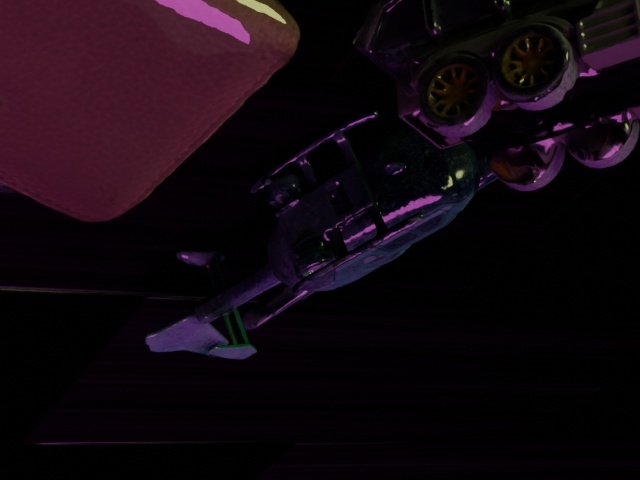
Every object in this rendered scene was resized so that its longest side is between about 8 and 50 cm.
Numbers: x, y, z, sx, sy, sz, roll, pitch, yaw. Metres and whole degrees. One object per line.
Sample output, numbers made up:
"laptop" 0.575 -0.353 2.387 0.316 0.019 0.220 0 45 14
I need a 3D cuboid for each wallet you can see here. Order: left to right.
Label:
"wallet" -0.096 -0.067 0.497 0.152 0.039 0.118 28 130 -33

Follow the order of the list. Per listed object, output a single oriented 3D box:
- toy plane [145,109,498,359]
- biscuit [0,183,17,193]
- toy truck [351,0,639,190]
"toy plane" 0.000 0.000 0.834 0.235 0.060 0.096 -31 162 24
"biscuit" -0.086 -0.105 0.556 0.309 0.079 0.186 -30 145 28
"toy truck" 0.114 -0.089 0.673 0.192 0.092 0.083 -17 154 26
